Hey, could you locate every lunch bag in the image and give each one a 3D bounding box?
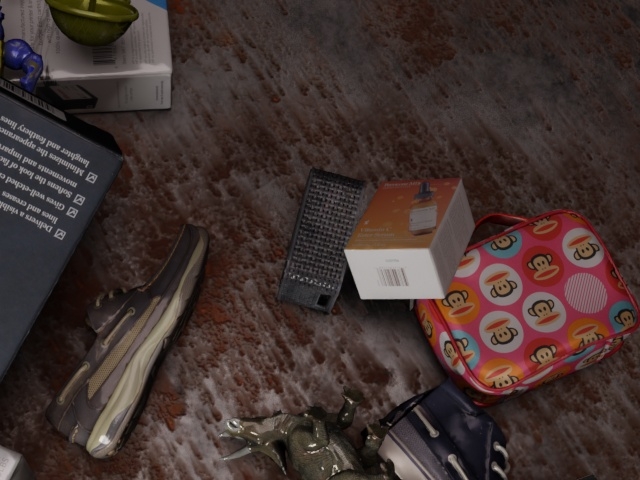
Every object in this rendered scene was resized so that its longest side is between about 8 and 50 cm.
[{"bbox_3d":[0.287,0.081,1.799,0.293,0.120,0.258,-21,70,-14],"label":"lunch bag"}]

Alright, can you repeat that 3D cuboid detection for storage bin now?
[{"bbox_3d":[0.000,0.000,1.791,0.084,0.122,0.180,16,68,-2],"label":"storage bin"}]

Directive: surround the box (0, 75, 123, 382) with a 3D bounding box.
[{"bbox_3d":[-0.476,-0.019,1.567,0.294,0.212,0.395,29,94,-18],"label":"box"}]

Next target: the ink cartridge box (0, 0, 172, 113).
[{"bbox_3d":[-0.383,-0.312,1.854,0.308,0.129,0.223,-4,71,-9],"label":"ink cartridge box"}]

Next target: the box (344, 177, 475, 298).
[{"bbox_3d":[0.129,-0.004,1.753,0.130,0.091,0.170,-2,36,26],"label":"box"}]

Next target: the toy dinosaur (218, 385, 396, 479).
[{"bbox_3d":[0.024,0.302,1.660,0.313,0.160,0.121,38,40,11],"label":"toy dinosaur"}]

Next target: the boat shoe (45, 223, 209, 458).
[{"bbox_3d":[-0.264,0.119,1.705,0.130,0.132,0.355,24,67,2],"label":"boat shoe"}]

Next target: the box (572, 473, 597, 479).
[{"bbox_3d":[0.347,0.421,1.664,0.078,0.147,0.180,-16,71,-14],"label":"box"}]

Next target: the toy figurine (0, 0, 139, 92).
[{"bbox_3d":[-0.450,-0.261,1.716,0.363,0.191,0.217,11,102,-11],"label":"toy figurine"}]

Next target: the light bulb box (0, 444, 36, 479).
[{"bbox_3d":[-0.597,0.364,1.514,0.361,0.225,0.357,23,68,0],"label":"light bulb box"}]

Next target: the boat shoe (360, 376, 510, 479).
[{"bbox_3d":[0.221,0.342,1.685,0.158,0.127,0.340,-39,78,-12],"label":"boat shoe"}]
